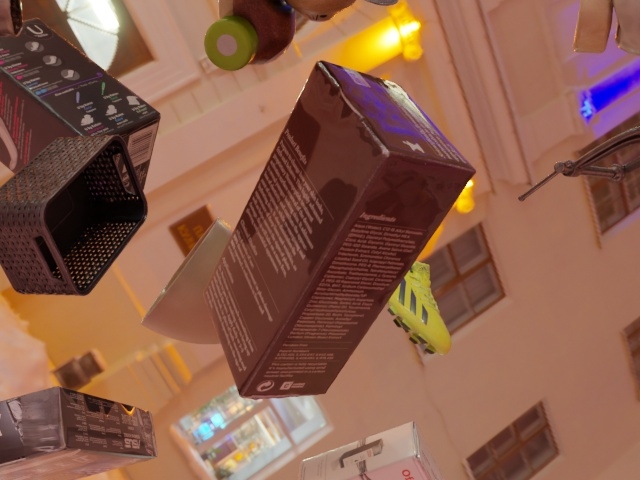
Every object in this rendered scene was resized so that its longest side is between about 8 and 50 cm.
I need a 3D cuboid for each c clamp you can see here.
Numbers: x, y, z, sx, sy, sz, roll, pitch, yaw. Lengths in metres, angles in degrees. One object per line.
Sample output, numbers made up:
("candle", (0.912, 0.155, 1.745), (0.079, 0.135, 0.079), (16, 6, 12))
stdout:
("c clamp", (0.307, -0.085, 0.719), (0.137, 0.160, 0.022), (-42, -120, 47))

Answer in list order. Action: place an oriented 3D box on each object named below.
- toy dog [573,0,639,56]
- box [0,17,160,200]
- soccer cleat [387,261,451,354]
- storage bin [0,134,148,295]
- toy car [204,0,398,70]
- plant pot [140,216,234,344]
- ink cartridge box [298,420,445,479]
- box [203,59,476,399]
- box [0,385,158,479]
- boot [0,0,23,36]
("toy dog", (0.361, -0.329, 0.703), (0.161, 0.220, 0.334), (-56, 131, -63))
("box", (-0.395, -0.181, 1.012), (0.270, 0.143, 0.165), (38, -48, 11))
("soccer cleat", (0.168, 0.094, 1.258), (0.093, 0.121, 0.289), (57, -3, -42))
("storage bin", (-0.287, -0.032, 0.781), (0.084, 0.180, 0.122), (1, -54, 17))
("toy car", (-0.010, -0.253, 0.701), (0.155, 0.188, 0.149), (-70, 165, -60))
("plant pot", (-0.232, 0.118, 1.484), (0.191, 0.284, 0.284), (37, -13, -10))
("ink cartridge box", (0.091, 0.416, 1.125), (0.159, 0.217, 0.092), (62, 15, -21))
("box", (0.000, 0.000, 0.835), (0.381, 0.143, 0.191), (-61, -140, 32))
("box", (-0.382, 0.275, 0.887), (0.307, 0.242, 0.077), (73, 2, -70))
("boot", (-0.456, -0.269, 0.777), (0.189, 0.208, 0.076), (-146, -130, -64))
